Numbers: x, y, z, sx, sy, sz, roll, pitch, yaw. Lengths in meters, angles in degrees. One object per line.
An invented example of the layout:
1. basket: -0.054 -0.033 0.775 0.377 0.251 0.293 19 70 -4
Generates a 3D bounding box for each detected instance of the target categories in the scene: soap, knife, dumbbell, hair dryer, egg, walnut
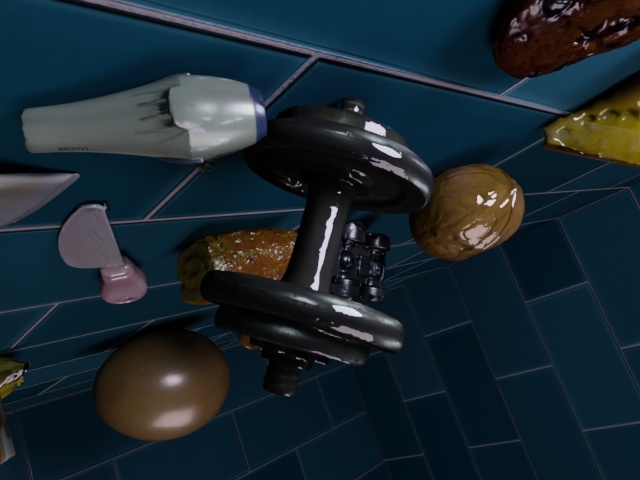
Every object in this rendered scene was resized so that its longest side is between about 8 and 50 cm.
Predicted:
1. soap: 0.555 -0.255 0.799 0.339 0.304 0.169 18 -165 27
2. knife: -0.289 0.021 0.689 0.081 0.043 0.336 -10 160 -14
3. dumbbell: 0.000 0.000 0.493 0.192 0.290 0.192 14 169 3
4. hair dryer: -0.147 -0.082 0.434 0.167 0.067 0.199 -4 177 -25
5. egg: -0.436 0.402 1.468 0.374 0.301 0.301 -10 164 -41
6. walnut: 0.254 -0.051 0.926 0.167 0.167 0.207 -8 165 -45

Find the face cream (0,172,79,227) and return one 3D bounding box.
1. face cream: -0.304 -0.020 0.400 0.114 0.070 0.224 -25 176 23

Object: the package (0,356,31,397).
1. package: -0.716 0.299 1.064 0.226 0.090 0.168 -15 164 -36

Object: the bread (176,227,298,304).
1. bread: -0.125 0.037 0.823 0.172 0.103 0.132 -9 170 -42

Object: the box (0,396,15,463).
1. box: -0.442 0.159 0.558 0.143 0.225 0.341 -16 169 -29

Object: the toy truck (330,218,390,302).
1. toy truck: 0.032 0.044 1.036 0.165 0.147 0.224 1 171 34

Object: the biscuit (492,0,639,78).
1. biscuit: 0.249 -0.210 0.470 0.192 0.049 0.192 -18 164 -5

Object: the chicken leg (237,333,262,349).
1. chicken leg: -0.034 0.154 1.439 0.409 0.182 0.295 -19 156 -49

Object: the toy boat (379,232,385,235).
1. toy boat: 0.072 0.031 1.163 0.185 0.089 0.071 -37 -158 23
